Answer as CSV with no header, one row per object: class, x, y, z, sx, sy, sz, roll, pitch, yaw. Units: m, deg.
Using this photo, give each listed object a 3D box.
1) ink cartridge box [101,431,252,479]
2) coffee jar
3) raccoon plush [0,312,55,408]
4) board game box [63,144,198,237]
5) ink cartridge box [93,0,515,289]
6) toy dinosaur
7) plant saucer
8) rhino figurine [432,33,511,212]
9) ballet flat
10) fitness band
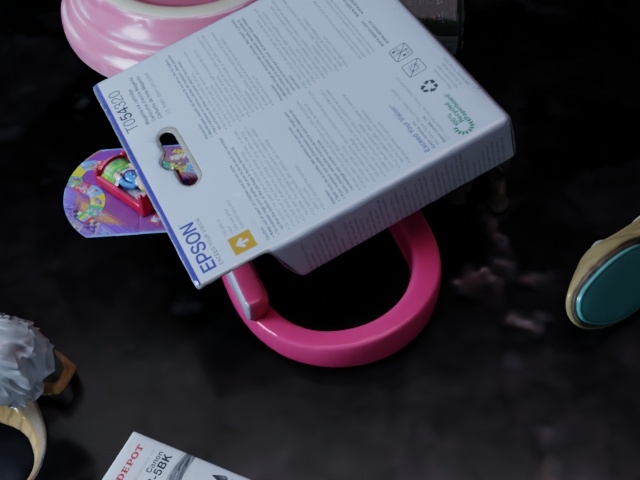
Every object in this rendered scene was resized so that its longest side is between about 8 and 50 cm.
ink cartridge box,-0.115,0.227,0.838,0.135,0.056,0.099,18,52,16
coffee jar,0.077,-0.268,1.252,0.184,0.079,0.096,-1,75,0
raccoon plush,-0.439,0.018,0.982,0.446,0.216,0.299,16,39,-5
board game box,-0.193,-0.066,1.118,0.168,0.033,0.133,-3,48,-2
ink cartridge box,-0.028,-0.122,1.058,0.330,0.071,0.324,-29,52,-4
toy dinosaur,-0.269,0.141,0.929,0.211,0.064,0.112,29,69,37
plant saucer,-0.164,-0.322,1.313,0.332,0.084,0.332,-1,49,2
rhino figurine,0.133,-0.142,1.126,0.073,0.106,0.243,-17,50,-14
ballet flat,0.309,0.016,1.018,0.232,0.080,0.073,-26,25,-23
fitness band,0.000,0.000,1.045,0.209,0.054,0.291,-14,50,-14
